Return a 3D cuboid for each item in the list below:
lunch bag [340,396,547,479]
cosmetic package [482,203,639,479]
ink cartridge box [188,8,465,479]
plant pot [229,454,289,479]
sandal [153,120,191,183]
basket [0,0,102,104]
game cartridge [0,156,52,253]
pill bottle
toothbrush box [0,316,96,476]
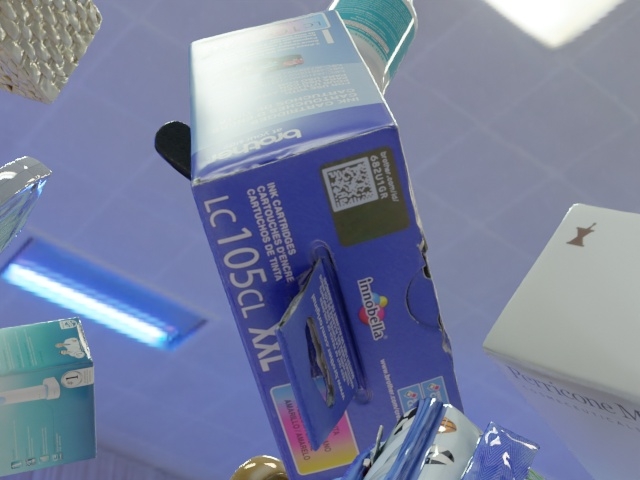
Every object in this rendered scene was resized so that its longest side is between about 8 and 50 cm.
[{"bbox_3d":[0.012,0.197,0.515,0.115,0.303,0.243,34,-77,7],"label":"lunch bag"},{"bbox_3d":[0.362,0.180,0.933,0.230,0.161,0.453,15,-26,52],"label":"cosmetic package"},{"bbox_3d":[0.000,0.000,0.862,0.151,0.395,0.270,-16,-64,-1],"label":"ink cartridge box"},{"bbox_3d":[-0.072,0.436,1.601,0.032,0.236,0.236,-7,-39,34],"label":"plant pot"},{"bbox_3d":[-0.123,-0.070,1.282,0.179,0.067,0.040,43,-25,11],"label":"sandal"},{"bbox_3d":[-0.274,-0.203,0.930,0.103,0.113,0.167,23,-14,16],"label":"basket"},{"bbox_3d":[-0.514,-0.011,1.613,0.060,0.294,0.196,40,-58,-4],"label":"game cartridge"},{"bbox_3d":[0.063,-0.310,1.689,0.146,0.264,0.146,14,-46,15],"label":"pill bottle"},{"bbox_3d":[-0.521,0.264,1.756,0.295,0.126,0.216,-9,-54,-20],"label":"toothbrush box"}]
